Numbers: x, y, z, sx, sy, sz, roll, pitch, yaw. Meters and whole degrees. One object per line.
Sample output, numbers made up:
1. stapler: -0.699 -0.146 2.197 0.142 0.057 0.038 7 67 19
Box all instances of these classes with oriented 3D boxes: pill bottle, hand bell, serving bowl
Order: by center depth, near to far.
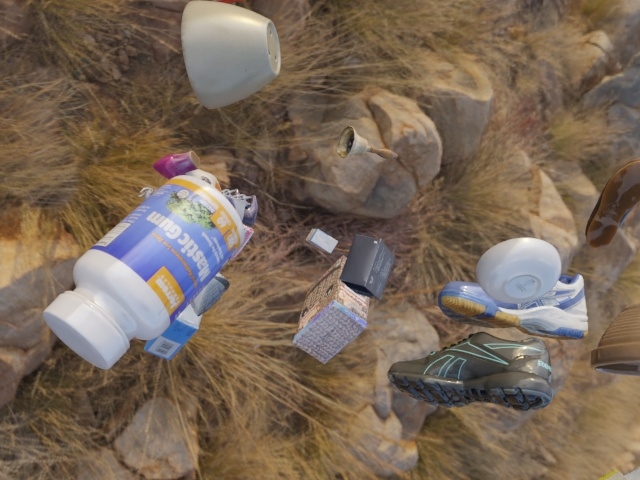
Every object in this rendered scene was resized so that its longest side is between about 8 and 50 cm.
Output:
1. serving bowl: 0.200 0.036 0.551 0.083 0.083 0.027 56 24 -36
2. pill bottle: -0.244 0.043 0.781 0.272 0.152 0.152 -52 131 -35
3. hand bell: 0.199 -0.357 2.166 0.242 0.126 0.126 11 94 -29

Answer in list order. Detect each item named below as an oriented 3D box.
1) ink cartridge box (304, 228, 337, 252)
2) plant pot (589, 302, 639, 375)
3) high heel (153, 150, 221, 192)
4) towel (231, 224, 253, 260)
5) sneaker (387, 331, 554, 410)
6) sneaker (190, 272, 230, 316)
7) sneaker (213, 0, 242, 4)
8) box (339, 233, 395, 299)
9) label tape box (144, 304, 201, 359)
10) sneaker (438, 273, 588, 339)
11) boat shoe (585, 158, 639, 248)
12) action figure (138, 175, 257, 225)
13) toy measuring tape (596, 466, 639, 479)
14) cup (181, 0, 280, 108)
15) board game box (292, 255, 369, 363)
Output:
1. ink cartridge box: 0.000 0.000 1.099 0.048 0.083 0.028 32 86 -10
2. plant pot: 0.590 0.169 0.946 0.237 0.237 0.110 20 66 -43
3. high heel: -0.363 -0.153 1.557 0.244 0.117 0.082 59 22 -56
4. towel: -0.342 -0.024 1.848 0.197 0.029 0.144 28 116 -24
5. sneaker: 0.237 0.209 0.890 0.101 0.267 0.106 52 45 -40
6. sneaker: -0.337 0.129 1.521 0.111 0.297 0.129 -41 91 -26
7. sneaker: -0.310 -0.877 1.845 0.145 0.270 0.090 29 71 -46
8. box: 0.148 0.084 1.717 0.158 0.093 0.156 44 64 -58
9. label tape box: -0.491 0.215 1.976 0.115 0.249 0.348 29 40 -18
10. sneaker: 0.336 0.092 0.967 0.296 0.112 0.131 13 77 -22
11. boat shoe: 0.610 -0.082 1.137 0.073 0.073 0.207 -43 157 -49
12. action figure: -0.291 -0.093 1.287 0.285 0.185 0.099 5 86 -45
13. toy measuring tape: 0.507 0.440 0.909 0.330 0.121 0.121 -27 121 -6
14. cup: -0.260 -0.593 1.738 0.331 0.237 0.331 -3 90 -79
15. board game box: 0.048 0.238 1.937 0.141 0.232 0.291 36 31 -13
